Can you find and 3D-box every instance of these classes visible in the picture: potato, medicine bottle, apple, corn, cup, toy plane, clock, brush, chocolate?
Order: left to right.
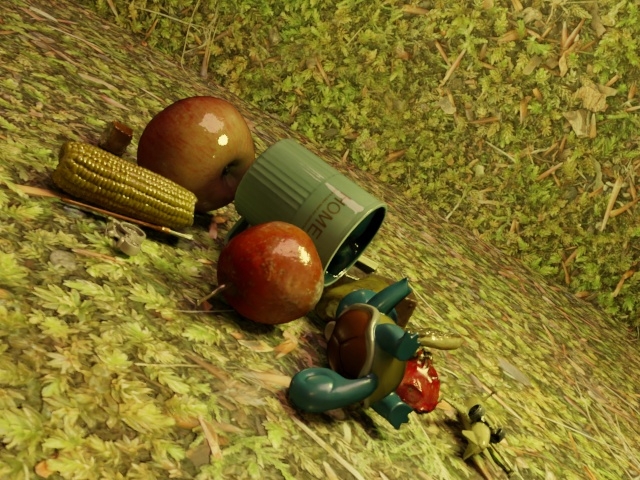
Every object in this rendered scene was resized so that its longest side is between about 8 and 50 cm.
[{"bbox_3d":[-0.430,-0.006,1.535,0.087,0.041,0.129,28,12,-22],"label":"clock"},{"bbox_3d":[-0.449,-0.049,1.614,0.314,0.017,0.090,19,-6,-32],"label":"brush"},{"bbox_3d":[-0.457,-0.124,1.656,0.344,0.131,0.131,21,20,-26],"label":"corn"},{"bbox_3d":[-0.318,-0.224,1.872,0.269,0.345,0.345,49,22,18],"label":"apple"},{"bbox_3d":[-0.047,-0.051,1.773,0.311,0.331,0.257,39,26,16],"label":"cup"},{"bbox_3d":[0.056,0.226,1.692,0.089,0.052,0.052,14,24,-43],"label":"medicine bottle"},{"bbox_3d":[0.088,0.161,1.775,0.251,0.149,0.113,-17,89,-46],"label":"potato"},{"bbox_3d":[0.127,0.145,1.935,0.321,0.112,0.112,24,21,-22],"label":"chocolate"},{"bbox_3d":[0.362,0.424,1.610,0.242,0.104,0.256,46,24,-4],"label":"toy plane"}]

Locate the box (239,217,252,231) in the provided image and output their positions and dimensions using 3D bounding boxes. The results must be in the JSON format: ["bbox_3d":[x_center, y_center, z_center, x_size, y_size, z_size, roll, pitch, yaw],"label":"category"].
[{"bbox_3d":[-0.131,0.014,1.947,0.201,0.058,0.141,14,25,-42],"label":"box"}]

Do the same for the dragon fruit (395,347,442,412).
[{"bbox_3d":[0.237,0.323,1.644,0.153,0.111,0.153,25,20,-10],"label":"dragon fruit"}]

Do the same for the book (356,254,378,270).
[{"bbox_3d":[0.000,0.000,2.053,0.379,0.031,0.264,28,-5,7],"label":"book"}]

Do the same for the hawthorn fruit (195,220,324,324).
[{"bbox_3d":[-0.122,0.061,1.550,0.263,0.231,0.235,30,6,-22],"label":"hawthorn fruit"}]

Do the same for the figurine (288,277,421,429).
[{"bbox_3d":[0.106,0.251,1.476,0.243,0.298,0.416,2,23,19],"label":"figurine"}]

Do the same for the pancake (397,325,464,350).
[{"bbox_3d":[0.236,0.243,1.779,0.282,0.049,0.282,6,-4,0],"label":"pancake"}]

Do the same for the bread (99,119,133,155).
[{"bbox_3d":[-0.584,-0.295,1.988,0.070,0.083,0.077,31,19,-34],"label":"bread"}]
